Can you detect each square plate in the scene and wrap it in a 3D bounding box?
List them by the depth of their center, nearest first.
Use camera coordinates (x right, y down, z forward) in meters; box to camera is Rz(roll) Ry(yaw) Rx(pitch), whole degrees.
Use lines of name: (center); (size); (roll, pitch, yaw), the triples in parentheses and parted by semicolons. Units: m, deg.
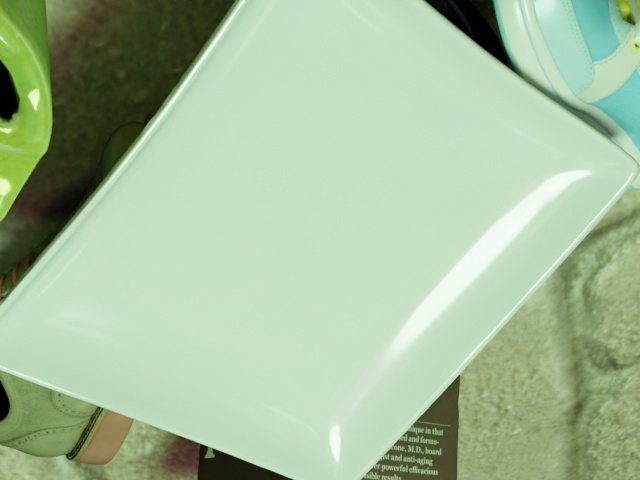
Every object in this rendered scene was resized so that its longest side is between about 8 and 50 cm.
square plate: (0.000, 0.000, 0.846); (0.347, 0.049, 0.344); (29, 109, -38)

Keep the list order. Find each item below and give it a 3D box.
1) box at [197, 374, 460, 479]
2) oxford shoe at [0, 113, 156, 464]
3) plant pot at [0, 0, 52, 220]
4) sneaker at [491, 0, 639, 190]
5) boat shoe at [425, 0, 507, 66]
box: (0.004, 0.209, 1.078); (0.167, 0.203, 0.168); (12, 163, -34)
oxford shoe: (-0.186, 0.051, 0.927); (0.130, 0.123, 0.348); (5, 130, -23)
plant pot: (-0.240, -0.129, 0.606); (0.276, 0.254, 0.276); (-13, 137, -12)
sneaker: (0.255, -0.153, 0.878); (0.208, 0.127, 0.319); (-16, 155, 27)
boat shoe: (0.056, -0.156, 0.845); (0.258, 0.089, 0.109); (21, 122, -39)
